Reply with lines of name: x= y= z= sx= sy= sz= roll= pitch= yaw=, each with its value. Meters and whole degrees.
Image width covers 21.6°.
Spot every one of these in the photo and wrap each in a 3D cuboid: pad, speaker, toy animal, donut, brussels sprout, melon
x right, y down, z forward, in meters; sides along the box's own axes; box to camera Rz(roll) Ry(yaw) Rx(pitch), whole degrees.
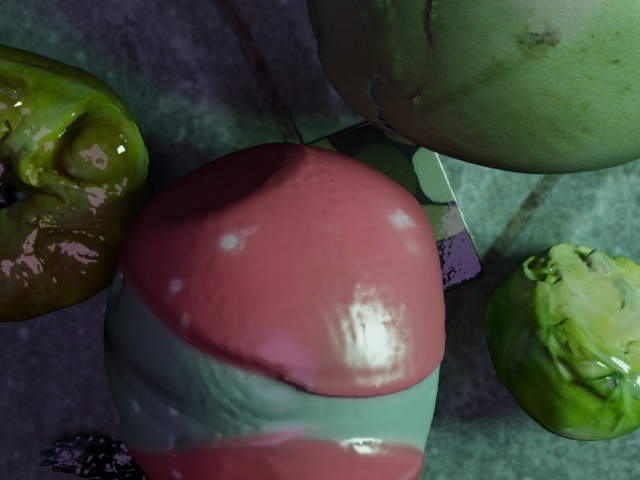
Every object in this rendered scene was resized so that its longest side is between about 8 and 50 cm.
pad: x=0.000 y=0.000 z=1.375 sx=0.235 sy=0.003 sz=0.158 roll=-21 pitch=102 yaw=11
speaker: x=-0.028 y=0.082 z=1.246 sx=0.294 sy=0.294 sz=0.294 roll=1 pitch=105 yaw=5
toy animal: x=-0.129 y=0.202 z=1.422 sx=0.220 sy=0.062 sz=0.108 roll=19 pitch=124 yaw=-1
donut: x=-0.263 y=-0.051 z=1.321 sx=0.261 sy=0.128 sz=0.209 roll=22 pitch=107 yaw=-1
brussels sprout: x=0.204 y=0.087 z=1.320 sx=0.149 sy=0.152 sz=0.122 roll=15 pitch=139 yaw=-25
melon: x=0.140 y=-0.185 z=1.178 sx=0.330 sy=0.268 sz=0.269 roll=8 pitch=107 yaw=21
